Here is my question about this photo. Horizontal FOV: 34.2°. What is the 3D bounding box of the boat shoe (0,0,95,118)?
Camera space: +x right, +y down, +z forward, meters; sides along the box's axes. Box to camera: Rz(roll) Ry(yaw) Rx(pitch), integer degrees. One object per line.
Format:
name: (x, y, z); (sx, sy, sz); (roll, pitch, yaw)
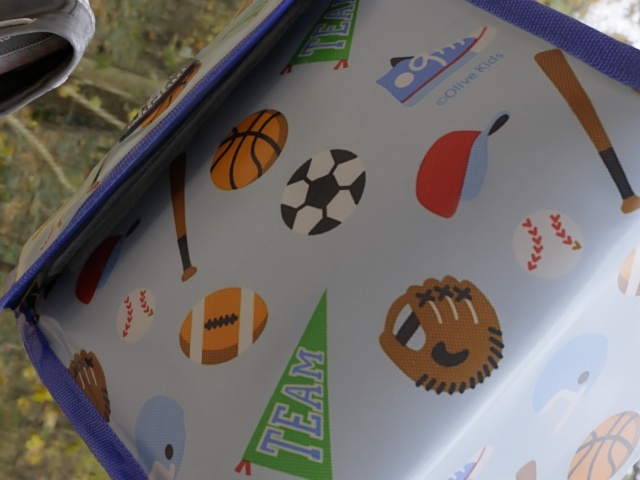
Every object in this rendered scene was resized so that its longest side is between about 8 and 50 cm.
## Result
boat shoe: (-0.370, -0.148, 0.999); (0.335, 0.112, 0.095); (-26, -139, 9)

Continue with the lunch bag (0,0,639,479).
lunch bag: (0.000, 0.000, 0.609); (0.328, 0.239, 0.385); (-48, -134, 1)
